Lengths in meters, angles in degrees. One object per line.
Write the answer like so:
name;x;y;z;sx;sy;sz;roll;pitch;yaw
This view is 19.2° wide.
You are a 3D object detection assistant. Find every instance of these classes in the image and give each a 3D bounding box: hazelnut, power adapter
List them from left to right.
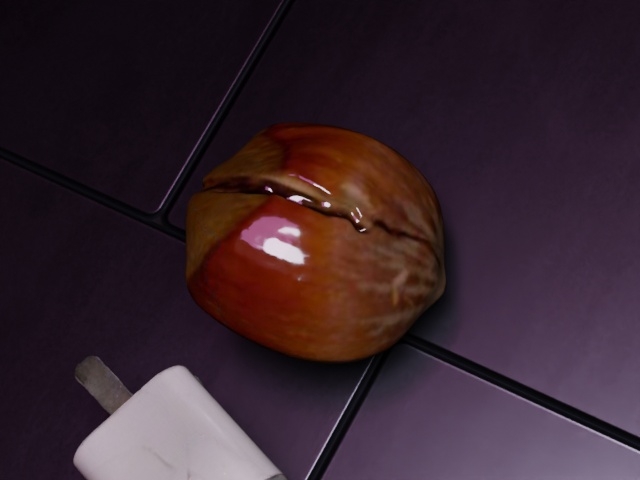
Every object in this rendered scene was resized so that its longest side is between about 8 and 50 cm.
power adapter;-0.129;0.176;1.561;0.125;0.130;0.205;-43;64;-6
hazelnut;0.000;-0.002;1.578;0.181;0.181;0.212;2;56;37
